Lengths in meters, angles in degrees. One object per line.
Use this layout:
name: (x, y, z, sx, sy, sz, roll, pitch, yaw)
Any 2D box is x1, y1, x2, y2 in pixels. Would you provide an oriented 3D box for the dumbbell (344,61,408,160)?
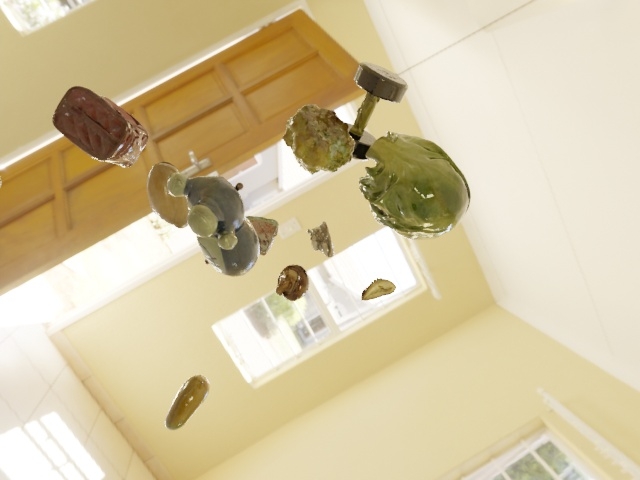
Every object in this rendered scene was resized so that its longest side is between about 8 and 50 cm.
dumbbell: (0.175, -0.489, 1.824, 0.203, 0.323, 0.204, 20, 29, -12)

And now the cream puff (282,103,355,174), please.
cream puff: (-0.014, -0.344, 1.703, 0.281, 0.185, 0.282, 23, 48, -28)

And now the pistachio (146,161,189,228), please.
pistachio: (-0.636, -0.187, 2.022, 0.162, 0.181, 0.293, -135, -153, -76)

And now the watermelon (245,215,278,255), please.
watermelon: (-0.219, -0.006, 1.587, 0.071, 0.186, 0.139, -52, -130, 47)

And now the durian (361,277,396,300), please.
durian: (0.171, 0.155, 1.454, 0.066, 0.130, 0.052, 59, -28, 31)

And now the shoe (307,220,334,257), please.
shoe: (0.000, 0.000, 1.984, 0.089, 0.092, 0.180, 74, 1, -49)

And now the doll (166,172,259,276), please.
doll: (-0.232, -0.028, 1.090, 0.228, 0.153, 0.259, 45, -29, 37)

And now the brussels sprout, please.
brussels sprout: (0.367, -0.181, 1.758, 0.360, 0.343, 0.425, 23, -5, 33)

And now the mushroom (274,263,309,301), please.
mushroom: (-0.089, 0.133, 1.526, 0.087, 0.127, 0.127, 27, 24, -47)

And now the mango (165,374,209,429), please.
mango: (-0.563, 0.677, 1.995, 0.114, 0.251, 0.156, 43, -16, -16)

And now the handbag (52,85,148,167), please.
handbag: (-0.590, -0.305, 1.286, 0.225, 0.146, 0.135, 39, 7, 7)
